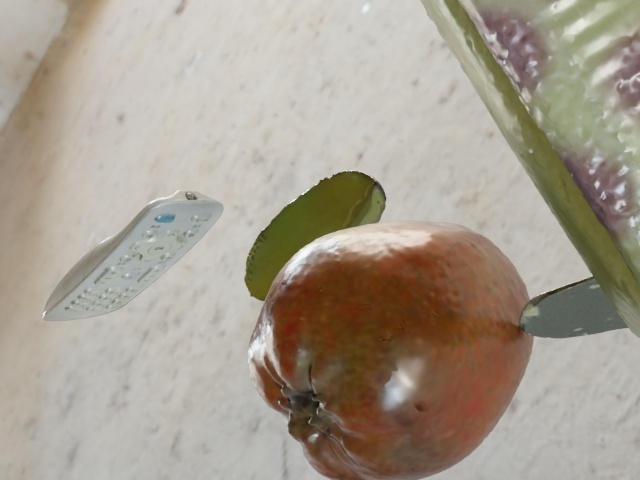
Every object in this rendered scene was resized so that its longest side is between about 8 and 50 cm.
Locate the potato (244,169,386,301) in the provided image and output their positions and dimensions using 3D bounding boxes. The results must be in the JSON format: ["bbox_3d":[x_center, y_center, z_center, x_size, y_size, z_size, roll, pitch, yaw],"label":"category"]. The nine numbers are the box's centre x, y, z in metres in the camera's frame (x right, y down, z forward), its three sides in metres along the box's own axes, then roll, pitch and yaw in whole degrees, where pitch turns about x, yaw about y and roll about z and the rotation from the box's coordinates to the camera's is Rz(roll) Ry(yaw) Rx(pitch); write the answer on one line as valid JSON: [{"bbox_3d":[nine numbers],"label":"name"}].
[{"bbox_3d":[0.000,0.000,1.269,0.198,0.054,0.119,-48,44,14],"label":"potato"}]

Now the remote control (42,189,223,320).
[{"bbox_3d":[-0.165,0.014,0.944,0.229,0.073,0.044,-39,60,43],"label":"remote control"}]

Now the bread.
[{"bbox_3d":[0.196,-0.093,0.728,0.155,0.338,0.187,-32,2,-1],"label":"bread"}]

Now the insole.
[{"bbox_3d":[0.270,0.036,0.867,0.081,0.248,0.011,96,161,-49],"label":"insole"}]

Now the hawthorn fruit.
[{"bbox_3d":[0.074,0.069,0.915,0.262,0.210,0.210,-38,10,-37],"label":"hawthorn fruit"}]
